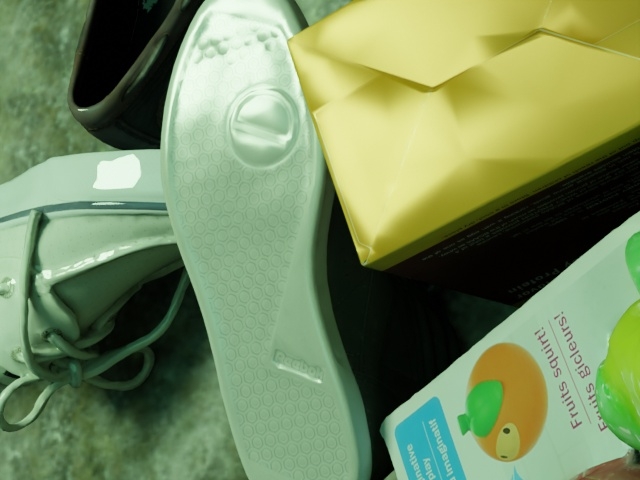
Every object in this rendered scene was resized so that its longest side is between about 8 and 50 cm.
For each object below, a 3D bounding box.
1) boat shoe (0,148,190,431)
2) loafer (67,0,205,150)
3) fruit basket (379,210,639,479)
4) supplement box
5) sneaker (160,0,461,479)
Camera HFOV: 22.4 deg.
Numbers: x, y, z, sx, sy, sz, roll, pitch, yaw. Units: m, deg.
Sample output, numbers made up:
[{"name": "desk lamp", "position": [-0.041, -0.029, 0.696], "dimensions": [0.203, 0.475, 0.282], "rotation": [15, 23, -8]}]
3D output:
[{"name": "boat shoe", "position": [-0.179, 0.044, 1.035], "dimensions": [0.367, 0.136, 0.157], "rotation": [-11, 76, 33]}, {"name": "loafer", "position": [-0.089, -0.202, 1.044], "dimensions": [0.109, 0.095, 0.303], "rotation": [12, 88, 32]}, {"name": "fruit basket", "position": [0.164, 0.134, 0.655], "dimensions": [0.353, 0.165, 0.327], "rotation": [-40, 56, 36]}, {"name": "supplement box", "position": [0.124, -0.069, 0.832], "dimensions": [0.191, 0.194, 0.129], "rotation": [-28, 68, 25]}, {"name": "sneaker", "position": [0.000, 0.000, 0.914], "dimensions": [0.104, 0.147, 0.296], "rotation": [-11, 89, 28]}]
